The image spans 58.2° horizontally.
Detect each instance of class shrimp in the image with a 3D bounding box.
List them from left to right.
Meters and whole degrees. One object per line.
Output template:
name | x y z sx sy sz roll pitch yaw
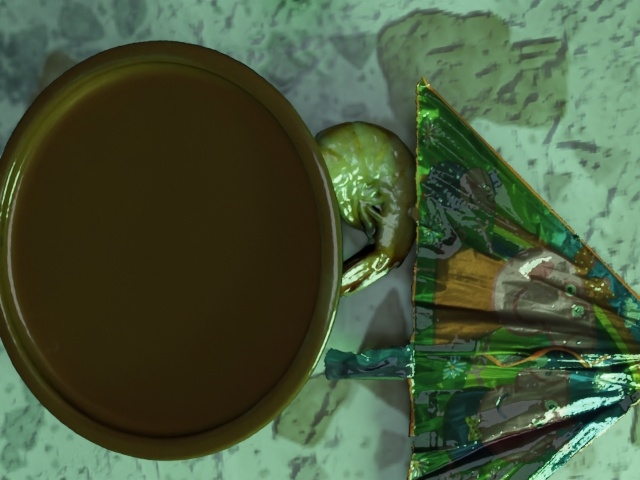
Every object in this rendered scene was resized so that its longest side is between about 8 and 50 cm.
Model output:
shrimp | -0.001 -0.001 0.363 0.095 0.045 0.162 42 90 -20

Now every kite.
kite | 0.119 0.065 0.351 0.234 0.016 0.321 0 97 0

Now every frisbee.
frisbee | -0.104 0.007 0.348 0.251 0.021 0.250 1 92 18
